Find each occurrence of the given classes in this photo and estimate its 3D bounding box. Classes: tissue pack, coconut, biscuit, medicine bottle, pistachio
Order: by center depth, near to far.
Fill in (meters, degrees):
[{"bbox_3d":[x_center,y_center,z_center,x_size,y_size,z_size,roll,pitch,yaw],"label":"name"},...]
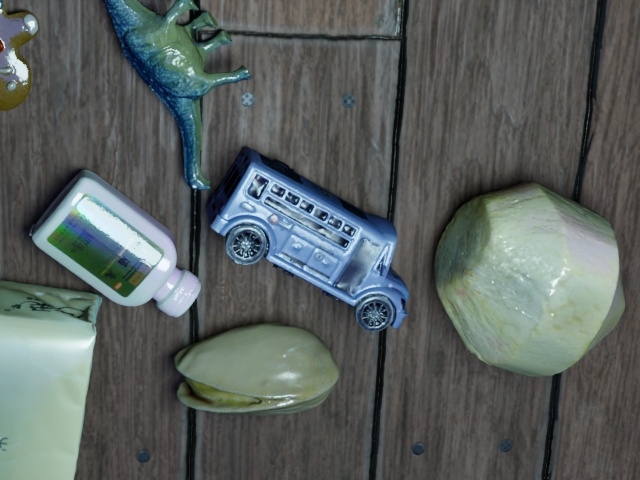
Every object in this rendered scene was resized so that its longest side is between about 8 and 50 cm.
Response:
[{"bbox_3d":[-0.415,-0.255,1.488,0.138,0.031,0.205,-18,112,-3],"label":"biscuit"},{"bbox_3d":[-0.500,0.212,1.541,0.405,0.205,0.331,8,103,-13],"label":"tissue pack"},{"bbox_3d":[-0.256,0.015,1.579,0.219,0.078,0.115,39,97,-18],"label":"medicine bottle"},{"bbox_3d":[0.285,0.054,1.602,0.259,0.259,0.259,-3,109,-8],"label":"coconut"},{"bbox_3d":[-0.086,0.175,1.629,0.223,0.152,0.126,-1,114,10],"label":"pistachio"}]

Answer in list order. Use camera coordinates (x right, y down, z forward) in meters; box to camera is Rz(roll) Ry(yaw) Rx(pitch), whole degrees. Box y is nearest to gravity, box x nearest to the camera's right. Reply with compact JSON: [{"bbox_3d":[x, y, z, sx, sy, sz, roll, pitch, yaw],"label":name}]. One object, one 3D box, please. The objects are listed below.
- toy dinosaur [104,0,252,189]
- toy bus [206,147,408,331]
[{"bbox_3d":[-0.188,-0.235,1.507,0.147,0.076,0.363,-30,113,5],"label":"toy dinosaur"},{"bbox_3d":[0.000,0.000,1.592,0.292,0.125,0.133,29,102,-16],"label":"toy bus"}]
